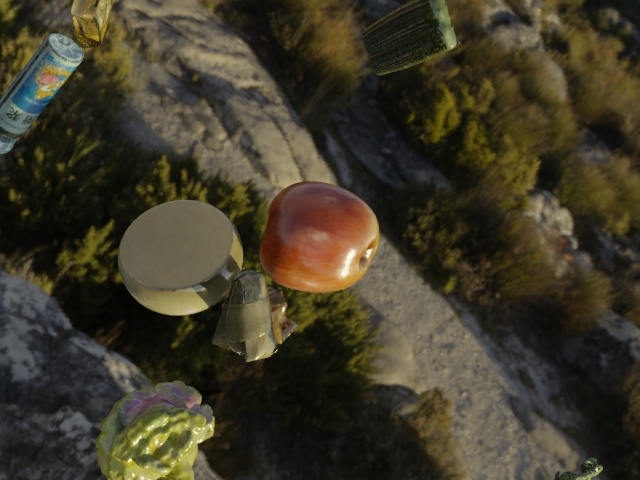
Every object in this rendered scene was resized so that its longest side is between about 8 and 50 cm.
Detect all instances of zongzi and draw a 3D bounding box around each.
[{"bbox_3d":[-0.154,0.125,1.437,0.078,0.176,0.160,-9,101,-37],"label":"zongzi"}]

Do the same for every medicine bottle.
[{"bbox_3d":[-0.377,-0.188,1.031,0.051,0.191,0.051,33,35,-28],"label":"medicine bottle"}]

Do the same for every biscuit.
[{"bbox_3d":[0.133,-0.332,1.299,0.038,0.322,0.099,-19,99,-14],"label":"biscuit"}]

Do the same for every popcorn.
[{"bbox_3d":[-0.200,0.238,0.962,0.126,0.126,0.145,20,42,9],"label":"popcorn"}]

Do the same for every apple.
[{"bbox_3d":[0.000,0.000,1.736,0.241,0.242,0.242,14,37,10],"label":"apple"}]

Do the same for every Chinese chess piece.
[{"bbox_3d":[-0.300,0.035,1.722,0.273,0.102,0.273,-2,52,3],"label":"Chinese chess piece"}]

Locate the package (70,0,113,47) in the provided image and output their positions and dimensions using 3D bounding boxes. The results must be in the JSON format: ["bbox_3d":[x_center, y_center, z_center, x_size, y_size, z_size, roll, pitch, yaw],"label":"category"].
[{"bbox_3d":[-0.333,-0.330,1.167,0.047,0.131,0.071,12,78,-12],"label":"package"}]

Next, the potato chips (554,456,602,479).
[{"bbox_3d":[0.213,0.388,1.060,0.070,0.358,0.429,61,13,15],"label":"potato chips"}]

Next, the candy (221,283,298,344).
[{"bbox_3d":[-0.120,0.169,1.662,0.143,0.271,0.101,-12,68,-3],"label":"candy"}]
